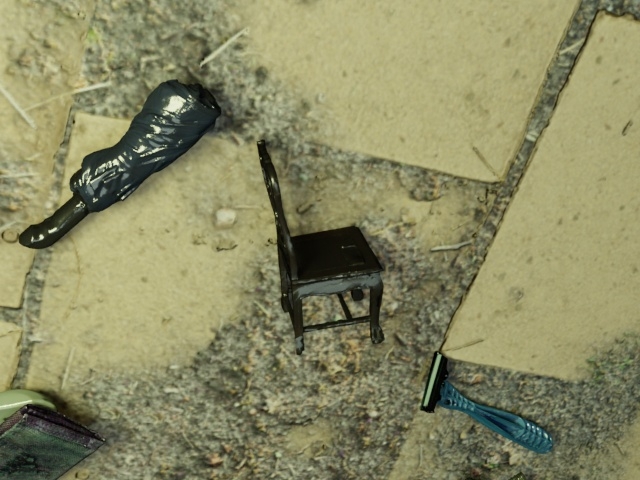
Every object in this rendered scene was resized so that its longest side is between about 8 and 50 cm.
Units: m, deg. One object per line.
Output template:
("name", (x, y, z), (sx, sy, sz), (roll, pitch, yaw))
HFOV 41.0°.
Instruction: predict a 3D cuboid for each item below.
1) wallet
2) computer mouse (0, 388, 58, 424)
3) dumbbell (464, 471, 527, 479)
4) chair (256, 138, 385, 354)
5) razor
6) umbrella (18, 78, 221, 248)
("wallet", (-0.342, 0.250, 0.988), (0.166, 0.030, 0.111), (-37, 132, 23))
("computer mouse", (-0.354, 0.190, 0.969), (0.110, 0.032, 0.055), (-5, 137, -12))
("dumbbell", (0.179, 0.397, 1.199), (0.255, 0.110, 0.110), (-31, 121, -6))
("chair", (0.000, 0.000, 0.931), (0.113, 0.106, 0.229), (-10, 120, -10))
("razor", (0.227, 0.234, 1.159), (0.253, 0.042, 0.081), (30, 65, -29))
("umbrella", (-0.206, -0.073, 0.867), (0.248, 0.071, 0.071), (-39, 121, 14))
